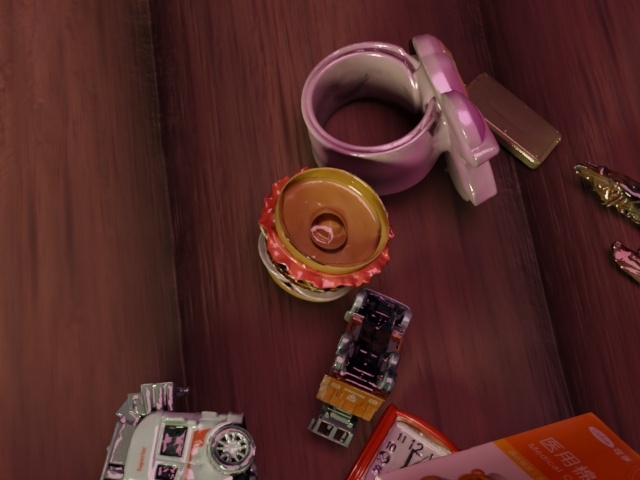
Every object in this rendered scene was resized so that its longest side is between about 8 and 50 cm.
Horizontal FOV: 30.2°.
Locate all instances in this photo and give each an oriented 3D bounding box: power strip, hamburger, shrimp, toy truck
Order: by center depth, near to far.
[{"bbox_3d":[-0.173,0.318,1.317,0.184,0.133,0.338,8,65,2],"label":"toy truck"},{"bbox_3d":[0.050,0.151,1.462,0.080,0.115,0.178,24,39,0],"label":"toy truck"},{"bbox_3d":[-0.003,-0.002,1.505,0.175,0.137,0.175,8,63,-15],"label":"hamburger"},{"bbox_3d":[0.450,-0.018,1.663,0.251,0.052,0.143,34,65,4],"label":"shrimp"},{"bbox_3d":[0.264,-0.178,1.713,0.169,0.028,0.076,40,63,6],"label":"power strip"}]

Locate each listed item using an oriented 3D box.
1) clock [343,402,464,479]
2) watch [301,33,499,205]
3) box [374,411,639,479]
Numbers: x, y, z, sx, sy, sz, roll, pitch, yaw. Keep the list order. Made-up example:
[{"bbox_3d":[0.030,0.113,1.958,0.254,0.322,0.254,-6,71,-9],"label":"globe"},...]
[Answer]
[{"bbox_3d":[0.093,0.287,1.431,0.113,0.061,0.155,34,59,3],"label":"clock"},{"bbox_3d":[0.097,-0.144,1.591,0.217,0.211,0.248,-19,61,-1],"label":"watch"},{"bbox_3d":[0.241,0.336,1.303,0.341,0.143,0.225,-8,33,-33],"label":"box"}]
